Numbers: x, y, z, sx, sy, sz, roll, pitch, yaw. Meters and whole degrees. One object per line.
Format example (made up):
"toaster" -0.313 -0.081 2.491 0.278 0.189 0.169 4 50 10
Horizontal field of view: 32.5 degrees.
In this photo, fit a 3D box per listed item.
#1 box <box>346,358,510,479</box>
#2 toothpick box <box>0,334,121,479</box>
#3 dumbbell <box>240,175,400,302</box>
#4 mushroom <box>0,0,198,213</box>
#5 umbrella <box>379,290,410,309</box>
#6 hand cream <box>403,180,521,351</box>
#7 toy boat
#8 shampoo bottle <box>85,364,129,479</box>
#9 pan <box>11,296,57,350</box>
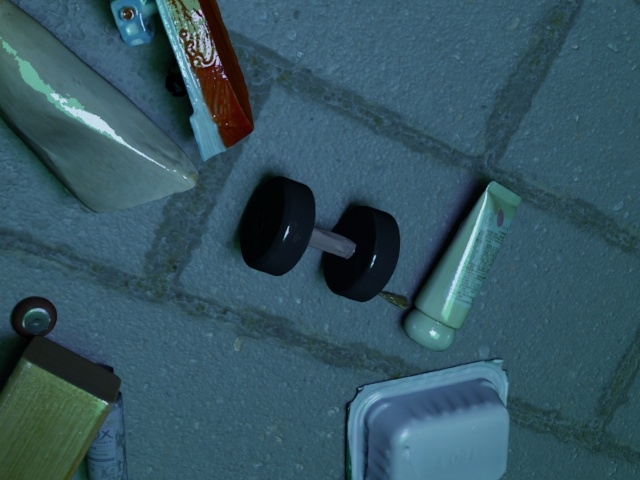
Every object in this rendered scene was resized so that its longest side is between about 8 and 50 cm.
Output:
"box" 0.216 0.375 1.998 0.337 0.106 0.264 -9 113 -20
"toothpick box" -0.437 0.316 1.614 0.187 0.190 0.308 30 96 -8
"dumbbell" 0.000 0.000 1.729 0.218 0.152 0.152 18 102 -28
"mushroom" -0.358 -0.185 1.513 0.154 0.137 0.407 -26 122 36
"umbrella" 0.124 0.100 1.897 0.083 0.031 0.020 30 128 -28
"hand cream" 0.249 0.046 1.890 0.147 0.093 0.305 20 101 -57
"toy boat" -0.200 -0.266 1.552 0.133 0.145 0.331 -16 116 8
"shampoo bottle" -0.344 0.300 1.743 0.072 0.072 0.214 -8 113 -21
"pan" -0.436 0.142 1.665 0.068 0.023 0.115 6 107 -27
